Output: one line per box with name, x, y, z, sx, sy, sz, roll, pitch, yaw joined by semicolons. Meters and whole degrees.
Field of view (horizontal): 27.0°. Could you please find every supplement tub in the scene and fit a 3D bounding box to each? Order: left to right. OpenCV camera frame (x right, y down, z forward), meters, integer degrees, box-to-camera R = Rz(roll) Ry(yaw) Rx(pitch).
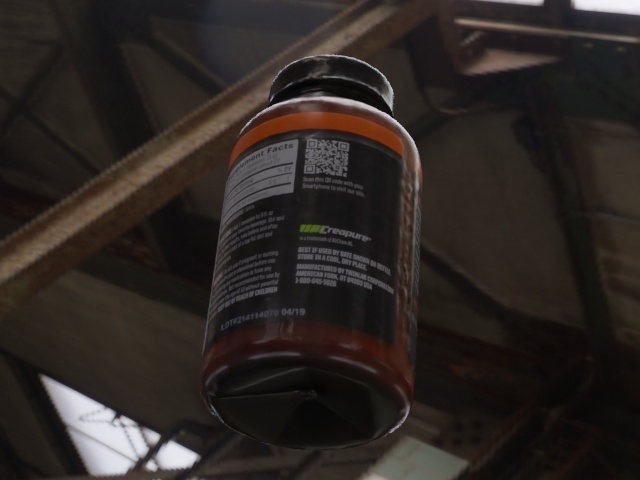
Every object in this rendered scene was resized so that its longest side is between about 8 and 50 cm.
supplement tub;0.000;0.000;0.685;0.106;0.106;0.198;43;-139;-41
